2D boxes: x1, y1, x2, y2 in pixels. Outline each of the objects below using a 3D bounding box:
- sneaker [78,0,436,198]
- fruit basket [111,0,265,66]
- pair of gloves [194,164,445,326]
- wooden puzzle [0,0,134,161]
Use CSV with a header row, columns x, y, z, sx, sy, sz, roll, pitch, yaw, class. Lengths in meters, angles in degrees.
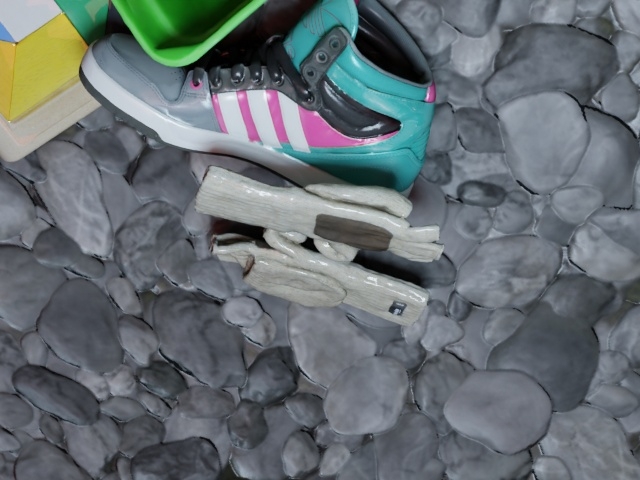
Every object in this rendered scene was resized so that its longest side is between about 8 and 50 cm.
x,y,z,sx,sy,sz,roll,pitch,yaw,class
-0.033,-0.145,1.308,0.295,0.124,0.178,20,122,-11,sneaker
-0.114,-0.331,1.070,0.283,0.392,0.392,-36,104,24,fruit basket
0.000,0.000,1.359,0.204,0.042,0.240,12,159,3,pair of gloves
-0.251,-0.202,1.375,0.238,0.044,0.221,-29,107,22,wooden puzzle
